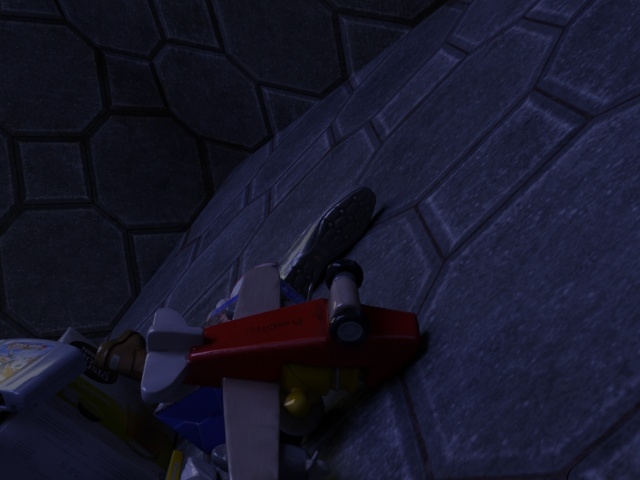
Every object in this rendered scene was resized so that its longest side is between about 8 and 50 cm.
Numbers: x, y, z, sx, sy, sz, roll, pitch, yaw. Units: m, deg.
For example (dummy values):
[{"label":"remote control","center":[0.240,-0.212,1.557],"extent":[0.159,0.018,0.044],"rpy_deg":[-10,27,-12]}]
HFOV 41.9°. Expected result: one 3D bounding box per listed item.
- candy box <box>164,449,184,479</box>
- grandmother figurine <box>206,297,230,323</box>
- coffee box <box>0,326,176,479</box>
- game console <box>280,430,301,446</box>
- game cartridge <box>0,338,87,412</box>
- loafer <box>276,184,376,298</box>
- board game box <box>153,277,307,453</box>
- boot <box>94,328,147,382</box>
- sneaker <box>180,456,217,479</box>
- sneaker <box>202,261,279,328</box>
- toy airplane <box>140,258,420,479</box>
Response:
[{"label":"candy box","center":[-0.287,0.491,1.549],"extent":[0.206,0.027,0.105],"rpy_deg":[-95,24,-70]},{"label":"grandmother figurine","center":[-0.319,0.288,2.086],"extent":[0.342,0.104,0.208],"rpy_deg":[-50,9,-3]},{"label":"coffee box","center":[-0.560,0.465,1.860],"extent":[0.338,0.337,0.334],"rpy_deg":[-46,15,12]},{"label":"game console","center":[-0.068,0.333,1.420],"extent":[0.122,0.071,0.107],"rpy_deg":[-68,-6,-54]},{"label":"game cartridge","center":[-0.633,0.266,1.695],"extent":[0.297,0.062,0.198],"rpy_deg":[-1,26,28]},{"label":"loafer","center":[0.000,0.000,1.877],"extent":[0.319,0.112,0.111],"rpy_deg":[-48,23,4]},{"label":"board game box","center":[-0.162,0.243,1.664],"extent":[0.232,0.141,0.291],"rpy_deg":[-35,20,42]},{"label":"boot","center":[-0.345,0.297,1.869],"extent":[0.236,0.269,0.089],"rpy_deg":[-32,-38,-81]},{"label":"sneaker","center":[-0.220,0.457,1.455],"extent":[0.094,0.080,0.212],"rpy_deg":[-61,8,-1]},{"label":"sneaker","center":[-0.160,0.180,1.925],"extent":[0.112,0.121,0.299],"rpy_deg":[13,58,41]},{"label":"toy airplane","center":[-0.083,0.205,1.284],"extent":[0.384,0.272,0.386],"rpy_deg":[19,49,40]}]
